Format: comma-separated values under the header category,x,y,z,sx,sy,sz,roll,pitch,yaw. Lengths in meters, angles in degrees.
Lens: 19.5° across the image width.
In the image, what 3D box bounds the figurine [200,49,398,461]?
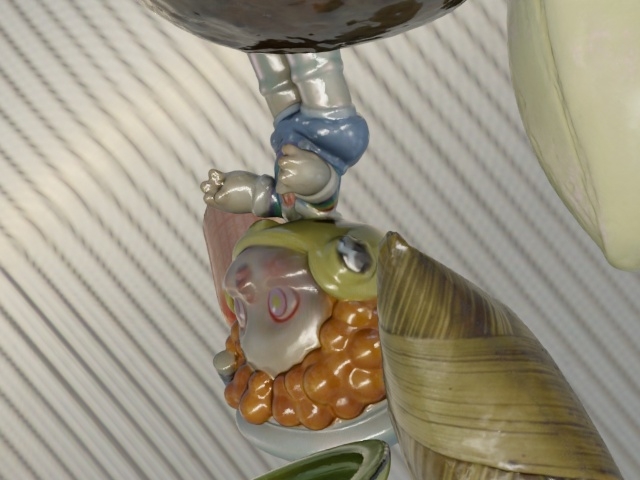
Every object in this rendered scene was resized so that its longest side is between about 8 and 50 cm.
category,x,y,z,sx,sy,sz,roll,pitch,yaw
figurine,0.018,-0.005,1.583,0.205,0.225,0.381,-6,101,-36

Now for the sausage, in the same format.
category,x,y,z,sx,sy,sz,roll,pitch,yaw
sausage,-0.064,0.028,1.871,0.093,0.312,0.093,-2,109,-7

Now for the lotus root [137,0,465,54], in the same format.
category,x,y,z,sx,sy,sz,roll,pitch,yaw
lotus root,-0.027,-0.198,0.786,0.272,0.192,0.272,0,73,1

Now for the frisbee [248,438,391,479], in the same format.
category,x,y,z,sx,sy,sz,roll,pitch,yaw
frisbee,-0.070,0.152,0.833,0.236,0.236,0.017,-29,92,-9

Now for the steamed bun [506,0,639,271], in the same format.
category,x,y,z,sx,sy,sz,roll,pitch,yaw
steamed bun,0.200,-0.120,1.004,0.200,0.155,0.250,-11,75,4

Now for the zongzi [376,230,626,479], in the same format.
category,x,y,z,sx,sy,sz,roll,pitch,yaw
zongzi,0.132,0.146,1.238,0.134,0.288,0.286,-32,58,-5
